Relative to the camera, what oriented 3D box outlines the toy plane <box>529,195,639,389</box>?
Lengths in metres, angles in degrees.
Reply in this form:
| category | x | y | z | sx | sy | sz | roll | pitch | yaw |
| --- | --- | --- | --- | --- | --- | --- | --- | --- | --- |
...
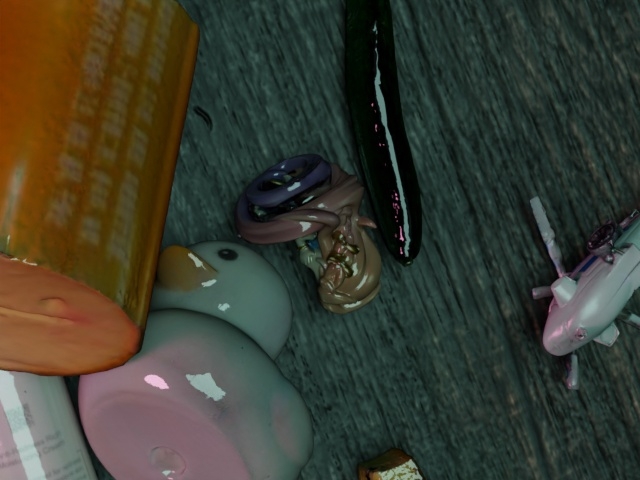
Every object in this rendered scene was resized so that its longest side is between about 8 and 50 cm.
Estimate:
| category | x | y | z | sx | sy | sz | roll | pitch | yaw |
| --- | --- | --- | --- | --- | --- | --- | --- | --- | --- |
| toy plane | 0.305 | 0.007 | 1.354 | 0.273 | 0.107 | 0.182 | -31 | 100 | -15 |

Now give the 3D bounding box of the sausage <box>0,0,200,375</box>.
| category | x | y | z | sx | sy | sz | roll | pitch | yaw |
| --- | --- | --- | --- | --- | --- | --- | --- | --- | --- |
| sausage | -0.230 | -0.062 | 1.134 | 0.233 | 0.233 | 0.287 | 15 | 60 | -11 |

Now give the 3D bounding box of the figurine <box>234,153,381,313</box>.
| category | x | y | z | sx | sy | sz | roll | pitch | yaw |
| --- | --- | --- | --- | --- | --- | --- | --- | --- | --- |
| figurine | 0.005 | -0.009 | 1.289 | 0.157 | 0.126 | 0.114 | 43 | 109 | -8 |

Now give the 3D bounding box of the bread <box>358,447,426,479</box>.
| category | x | y | z | sx | sy | sz | roll | pitch | yaw |
| --- | --- | --- | --- | --- | --- | --- | --- | --- | --- |
| bread | 0.093 | 0.308 | 1.313 | 0.049 | 0.088 | 0.226 | -18 | 91 | -13 |

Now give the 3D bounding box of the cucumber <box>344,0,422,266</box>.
| category | x | y | z | sx | sy | sz | roll | pitch | yaw |
| --- | --- | --- | --- | --- | --- | --- | --- | --- | --- |
| cucumber | 0.057 | -0.115 | 1.333 | 0.056 | 0.056 | 0.284 | -7 | 87 | -11 |

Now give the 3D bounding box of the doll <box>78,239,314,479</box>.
| category | x | y | z | sx | sy | sz | roll | pitch | yaw |
| --- | --- | --- | --- | --- | --- | --- | --- | --- | --- |
| doll | -0.096 | 0.117 | 1.246 | 0.221 | 0.221 | 0.251 | -28 | 120 | -11 |

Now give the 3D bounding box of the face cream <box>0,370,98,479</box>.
| category | x | y | z | sx | sy | sz | roll | pitch | yaw |
| --- | --- | --- | --- | --- | --- | --- | --- | --- | --- |
| face cream | -0.256 | 0.182 | 1.238 | 0.102 | 0.102 | 0.345 | -18 | 92 | -11 |
